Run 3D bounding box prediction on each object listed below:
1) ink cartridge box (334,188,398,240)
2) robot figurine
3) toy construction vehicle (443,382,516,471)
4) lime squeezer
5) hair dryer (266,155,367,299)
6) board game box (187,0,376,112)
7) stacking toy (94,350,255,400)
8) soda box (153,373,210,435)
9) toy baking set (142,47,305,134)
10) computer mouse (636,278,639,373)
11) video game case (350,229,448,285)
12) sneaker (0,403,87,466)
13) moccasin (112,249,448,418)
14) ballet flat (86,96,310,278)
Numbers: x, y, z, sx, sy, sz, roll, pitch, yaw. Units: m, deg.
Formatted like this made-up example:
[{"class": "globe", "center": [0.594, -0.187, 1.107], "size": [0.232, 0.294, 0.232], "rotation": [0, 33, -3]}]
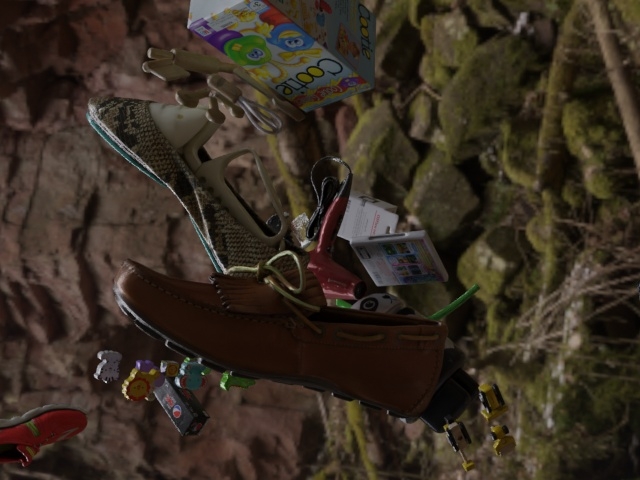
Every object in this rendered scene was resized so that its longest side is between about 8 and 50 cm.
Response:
[{"class": "ink cartridge box", "center": [0.109, -0.044, 1.886], "size": [0.060, 0.180, 0.104], "rotation": [-15, -58, -55]}, {"class": "robot figurine", "center": [0.156, 0.219, 1.496], "size": [0.173, 0.278, 0.209], "rotation": [-45, -18, -13]}, {"class": "toy construction vehicle", "center": [0.199, 0.235, 1.026], "size": [0.098, 0.086, 0.035], "rotation": [63, 171, -19]}, {"class": "lime squeezer", "center": [0.179, 0.160, 1.676], "size": [0.059, 0.310, 0.110], "rotation": [56, -146, -46]}, {"class": "hair dryer", "center": [0.000, 0.000, 1.512], "size": [0.080, 0.223, 0.293], "rotation": [9, -136, -45]}, {"class": "board game box", "center": [-0.050, -0.334, 1.245], "size": [0.275, 0.142, 0.144], "rotation": [29, -123, -46]}, {"class": "stacking toy", "center": [-0.243, 0.224, 1.332], "size": [0.221, 0.167, 0.052], "rotation": [8, -90, -35]}, {"class": "soda box", "center": [-0.328, 0.377, 1.897], "size": [0.053, 0.169, 0.060], "rotation": [13, -65, -48]}, {"class": "toy baking set", "center": [-0.155, -0.234, 1.288], "size": [0.256, 0.197, 0.030], "rotation": [-1, -46, -42]}, {"class": "computer mouse", "center": [0.542, 0.105, 1.286], "size": [0.262, 0.060, 0.184], "rotation": [-13, -75, -49]}, {"class": "video game case", "center": [0.147, 0.036, 1.504], "size": [0.157, 0.143, 0.019], "rotation": [56, -144, -49]}, {"class": "sneaker", "center": [-0.668, 0.464, 1.872], "size": [0.279, 0.118, 0.107], "rotation": [-11, -55, -30]}, {"class": "moccasin", "center": [-0.033, 0.083, 0.886], "size": [0.139, 0.380, 0.147], "rotation": [-145, 73, -77]}, {"class": "ballet flat", "center": [-0.188, -0.109, 1.381], "size": [0.182, 0.483, 0.164], "rotation": [-43, -8, 17]}]
